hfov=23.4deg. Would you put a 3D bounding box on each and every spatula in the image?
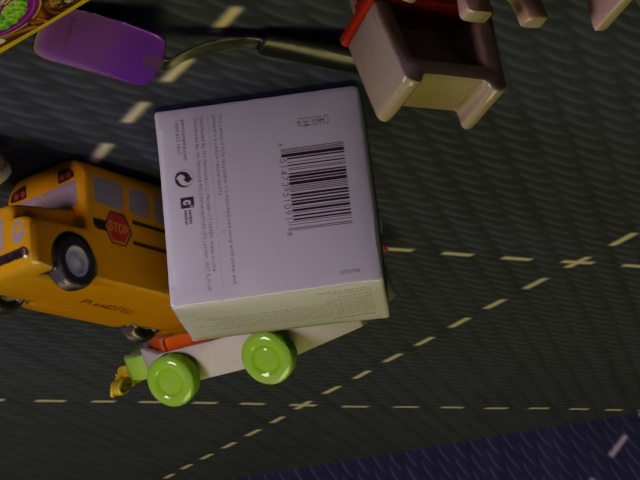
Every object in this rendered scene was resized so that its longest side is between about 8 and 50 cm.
[{"bbox_3d":[-0.068,-0.146,1.188,0.296,0.030,0.084,0,158,-17],"label":"spatula"}]

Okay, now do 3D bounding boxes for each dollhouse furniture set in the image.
[{"bbox_3d":[0.107,-0.200,1.002,0.262,0.135,0.259,3,148,-26],"label":"dollhouse furniture set"}]

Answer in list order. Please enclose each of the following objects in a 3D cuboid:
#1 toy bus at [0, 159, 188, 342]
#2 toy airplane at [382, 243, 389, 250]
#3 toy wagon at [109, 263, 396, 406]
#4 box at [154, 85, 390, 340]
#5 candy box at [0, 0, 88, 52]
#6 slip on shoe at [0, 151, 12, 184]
[{"bbox_3d":[-0.187,0.014,1.461,0.108,0.130,0.332,-18,158,34],"label":"toy bus"},{"bbox_3d":[0.000,0.000,1.619,0.151,0.028,0.151,-2,-179,0],"label":"toy airplane"},{"bbox_3d":[-0.093,0.102,1.694,0.344,0.068,0.267,-15,-171,25],"label":"toy wagon"},{"bbox_3d":[-0.040,-0.021,1.329,0.182,0.181,0.119,-8,161,3],"label":"box"},{"bbox_3d":[-0.221,-0.175,1.057,0.206,0.027,0.105,-22,153,37],"label":"candy box"},{"bbox_3d":[-0.332,-0.059,1.344,0.135,0.051,0.041,-8,123,30],"label":"slip on shoe"}]
